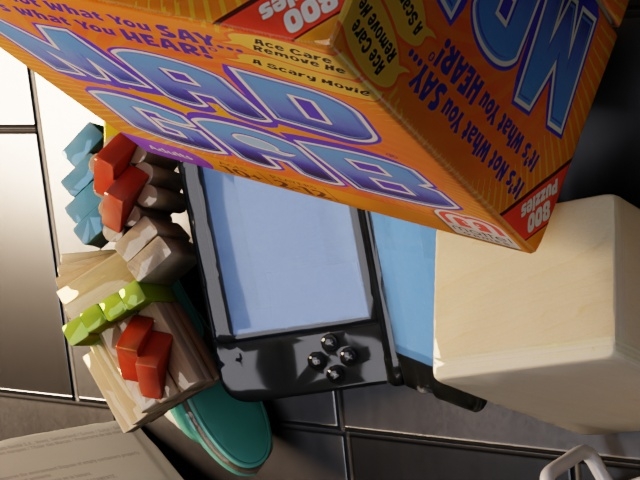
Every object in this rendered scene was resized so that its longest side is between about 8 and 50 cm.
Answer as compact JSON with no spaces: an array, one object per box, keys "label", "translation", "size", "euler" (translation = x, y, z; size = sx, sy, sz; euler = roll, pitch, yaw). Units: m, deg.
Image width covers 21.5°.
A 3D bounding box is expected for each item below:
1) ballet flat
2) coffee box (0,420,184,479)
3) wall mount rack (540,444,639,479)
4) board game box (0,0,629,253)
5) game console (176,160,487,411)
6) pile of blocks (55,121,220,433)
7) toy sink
[{"label":"ballet flat","translation":[-0.129,0.121,1.596],"size":[0.247,0.083,0.087],"euler":[58,142,9]},{"label":"coffee box","translation":[-0.266,0.415,1.551],"size":[0.338,0.338,0.334],"euler":[42,125,40]},{"label":"wall mount rack","translation":[0.195,0.347,1.405],"size":[0.350,0.130,0.304],"euler":[-30,86,37]},{"label":"board game box","translation":[-0.006,-0.247,1.151],"size":[0.356,0.356,0.356],"euler":[16,79,30]},{"label":"game console","translation":[0.000,0.000,1.399],"size":[0.250,0.173,0.293],"euler":[-9,98,11]},{"label":"pile of blocks","translation":[-0.187,-0.009,1.510],"size":[0.149,0.113,0.362],"euler":[-8,84,15]},{"label":"toy sink","translation":[0.213,0.060,1.295],"size":[0.153,0.234,0.131],"euler":[-11,68,36]}]
